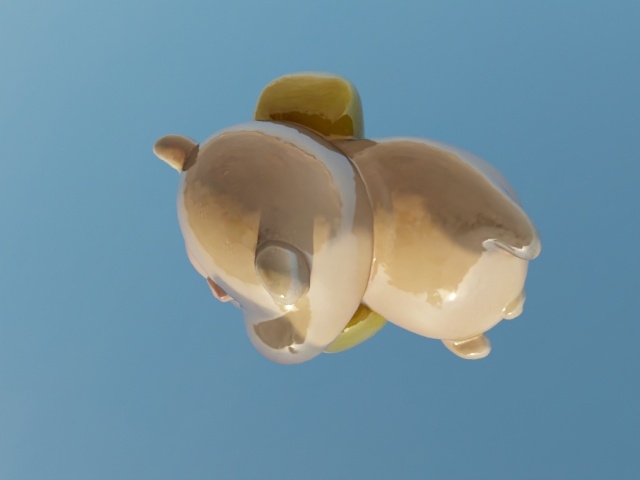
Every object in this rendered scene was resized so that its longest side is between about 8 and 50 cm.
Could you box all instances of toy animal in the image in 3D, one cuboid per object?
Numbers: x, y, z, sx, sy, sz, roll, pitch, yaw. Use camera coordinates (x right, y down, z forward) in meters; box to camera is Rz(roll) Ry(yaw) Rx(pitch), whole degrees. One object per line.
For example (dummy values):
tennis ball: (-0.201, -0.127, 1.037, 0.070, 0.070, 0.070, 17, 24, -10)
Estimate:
toy animal: (-0.002, 0.020, 0.828, 0.345, 0.247, 0.277, 33, -56, 27)
